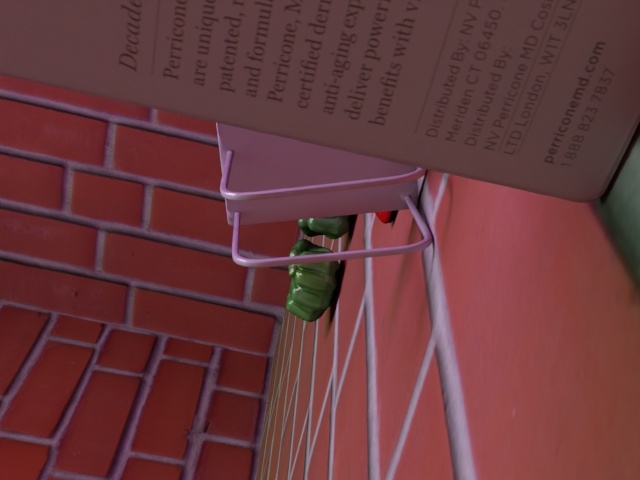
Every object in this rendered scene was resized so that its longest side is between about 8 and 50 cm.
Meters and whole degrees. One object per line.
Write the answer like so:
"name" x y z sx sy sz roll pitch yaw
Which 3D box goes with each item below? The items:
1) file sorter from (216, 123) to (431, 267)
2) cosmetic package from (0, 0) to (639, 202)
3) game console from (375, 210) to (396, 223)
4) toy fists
"file sorter" -0.004 -0.130 0.827 0.173 0.192 0.278 -100 5 -70
"cosmetic package" -0.068 -0.188 0.444 0.230 0.453 0.162 -81 5 -49
"game console" 0.098 -0.113 1.101 0.124 0.085 0.144 56 145 39
"toy fists" 0.000 0.000 1.596 0.142 0.096 0.279 -124 47 -84
